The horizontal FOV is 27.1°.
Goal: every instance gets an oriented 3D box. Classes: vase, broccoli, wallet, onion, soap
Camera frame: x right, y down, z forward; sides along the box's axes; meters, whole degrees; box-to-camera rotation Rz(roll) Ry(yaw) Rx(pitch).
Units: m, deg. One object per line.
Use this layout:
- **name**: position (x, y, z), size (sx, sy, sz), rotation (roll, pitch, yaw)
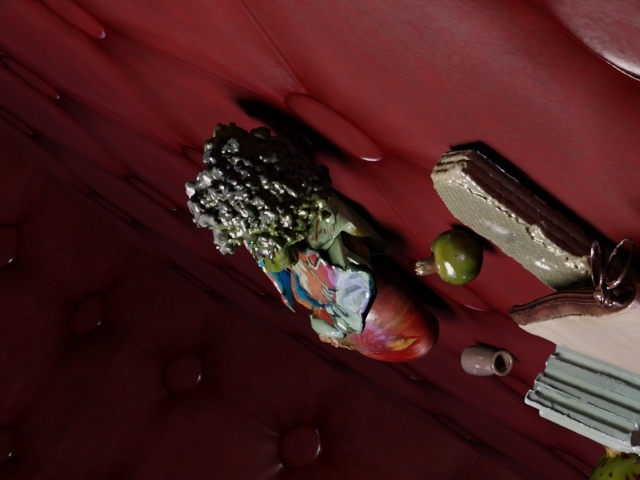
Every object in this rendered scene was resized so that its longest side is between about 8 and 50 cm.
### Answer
- **vase**: position (0.285, 0.206, 2.260), size (0.053, 0.053, 0.101), rotation (37, 165, -19)
- **broccoli**: position (-0.095, -0.057, 1.777), size (0.198, 0.177, 0.275), rotation (51, 167, 6)
- **wallet**: position (0.351, 0.095, 1.372), size (0.275, 0.068, 0.335), rotation (23, 168, -6)
- **onion**: position (0.080, 0.110, 2.193), size (0.248, 0.161, 0.248), rotation (31, -169, -7)
- **soap**: position (0.388, 0.215, 1.819), size (0.063, 0.114, 0.198), rotation (40, 169, -35)

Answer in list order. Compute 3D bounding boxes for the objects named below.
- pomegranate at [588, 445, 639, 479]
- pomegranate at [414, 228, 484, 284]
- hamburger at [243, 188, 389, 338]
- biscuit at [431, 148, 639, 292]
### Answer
- **pomegranate**: position (0.494, 0.368, 2.063), size (0.248, 0.202, 0.202), rotation (61, 167, -3)
- **pomegranate**: position (0.168, 0.028, 1.690), size (0.073, 0.084, 0.073), rotation (43, 173, 6)
- **hamburger**: position (0.006, 0.003, 1.988), size (0.276, 0.150, 0.260), rotation (47, 154, 9)
- **biscuit**: position (0.223, -0.011, 1.439), size (0.252, 0.052, 0.150), rotation (36, 170, -15)
